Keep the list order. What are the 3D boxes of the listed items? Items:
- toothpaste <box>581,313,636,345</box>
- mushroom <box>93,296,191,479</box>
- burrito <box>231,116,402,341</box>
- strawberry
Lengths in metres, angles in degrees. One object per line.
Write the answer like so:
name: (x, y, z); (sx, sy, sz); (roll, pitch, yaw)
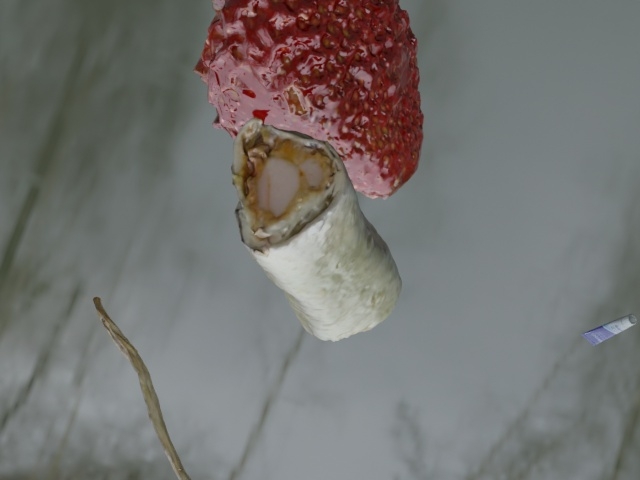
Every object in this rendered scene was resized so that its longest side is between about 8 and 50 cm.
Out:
toothpaste: (0.356, 0.110, 2.290); (0.024, 0.015, 0.083); (39, 142, -17)
mushroom: (-0.142, 0.154, 1.649); (0.028, 0.286, 0.026); (-7, 137, -40)
burrito: (-0.002, -0.003, 1.637); (0.105, 0.143, 0.299); (-23, 159, 4)
strawberry: (0.001, -0.194, 1.921); (0.257, 0.261, 0.261); (20, 162, 13)
